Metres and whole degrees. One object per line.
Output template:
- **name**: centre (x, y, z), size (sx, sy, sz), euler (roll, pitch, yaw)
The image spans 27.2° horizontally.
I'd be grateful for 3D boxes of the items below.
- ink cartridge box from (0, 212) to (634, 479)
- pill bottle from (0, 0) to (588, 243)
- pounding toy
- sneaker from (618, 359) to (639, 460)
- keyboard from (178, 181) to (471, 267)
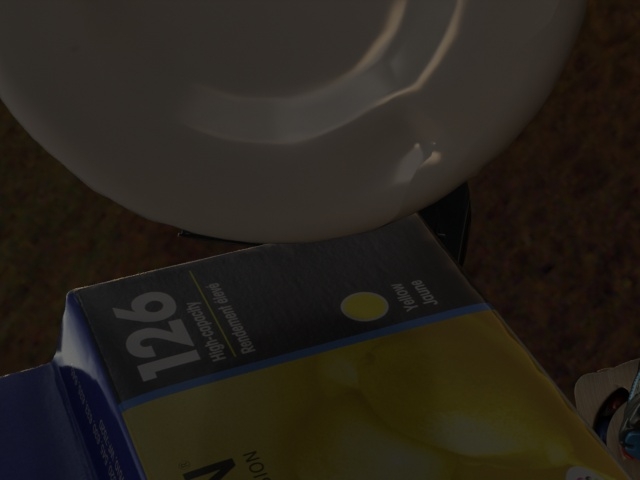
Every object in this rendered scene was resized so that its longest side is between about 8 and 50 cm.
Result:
- **ink cartridge box**: centre (-0.026, 0.115, 0.687), size (0.307, 0.072, 0.303), euler (-13, 39, -18)
- **pill bottle**: centre (-0.012, -0.187, 0.600), size (0.224, 0.224, 0.392), euler (-35, 23, 21)
- **pounding toy**: centre (0.393, 0.283, 1.668), size (0.154, 0.155, 0.269), euler (1, 91, 30)
- **sneaker**: centre (0.414, 0.100, 1.359), size (0.341, 0.125, 0.139), euler (-55, 14, 48)
- **keyboard**: centre (0.000, 0.000, 1.439), size (0.317, 0.033, 0.201), euler (7, 69, 14)
